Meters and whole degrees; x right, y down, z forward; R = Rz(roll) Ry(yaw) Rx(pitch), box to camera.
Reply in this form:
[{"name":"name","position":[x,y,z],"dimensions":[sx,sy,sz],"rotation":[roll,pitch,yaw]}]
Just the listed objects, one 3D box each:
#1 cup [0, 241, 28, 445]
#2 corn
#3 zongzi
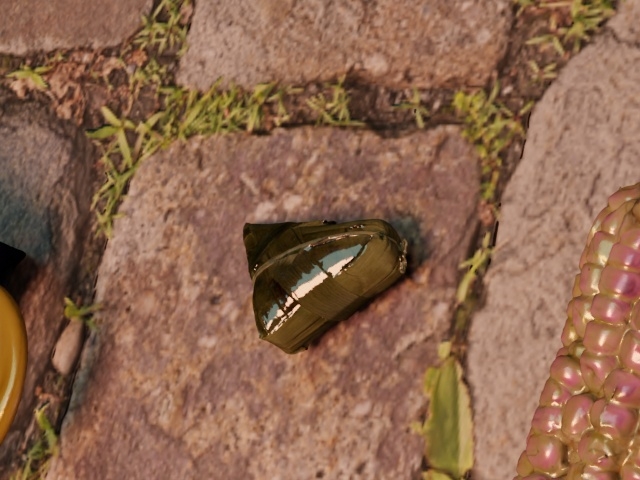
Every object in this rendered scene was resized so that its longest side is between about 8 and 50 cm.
[{"name":"cup","position":[-0.327,0.094,1.153],"dimensions":[0.255,0.178,0.256],"rotation":[9,77,68]},{"name":"corn","position":[0.155,0.126,0.832],"dimensions":[0.127,0.126,0.335],"rotation":[15,83,41]},{"name":"zongzi","position":[0.000,0.000,1.052],"dimensions":[0.109,0.055,0.119],"rotation":[-35,42,18]}]
